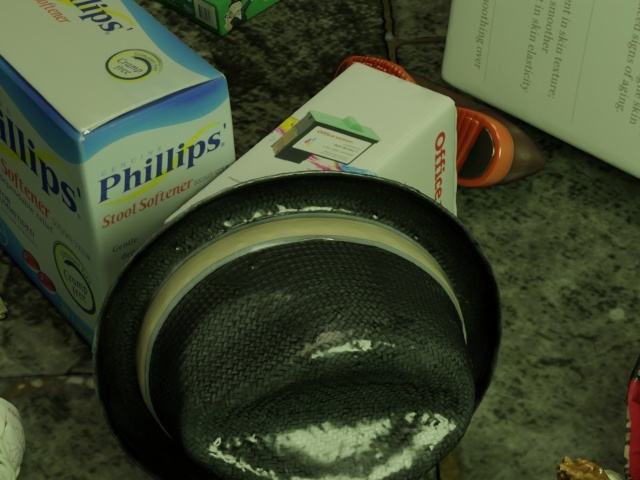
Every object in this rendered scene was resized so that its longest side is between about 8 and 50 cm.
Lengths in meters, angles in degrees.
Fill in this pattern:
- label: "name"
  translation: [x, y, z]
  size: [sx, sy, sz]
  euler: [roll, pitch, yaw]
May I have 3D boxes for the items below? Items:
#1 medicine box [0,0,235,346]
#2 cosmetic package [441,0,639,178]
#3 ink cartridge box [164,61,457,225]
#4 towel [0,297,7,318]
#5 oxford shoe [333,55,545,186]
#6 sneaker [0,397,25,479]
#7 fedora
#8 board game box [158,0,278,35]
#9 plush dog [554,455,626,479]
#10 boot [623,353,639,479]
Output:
- label: "medicine box"
  translation: [-0.205, -0.073, 1.478]
  size: [0.149, 0.289, 0.263]
  euler: [-28, 47, -25]
- label: "cosmetic package"
  translation: [0.382, -0.271, 1.597]
  size: [0.394, 0.329, 0.327]
  euler: [31, 42, 31]
- label: "ink cartridge box"
  translation: [0.000, 0.000, 1.450]
  size: [0.117, 0.201, 0.278]
  euler: [26, 50, 28]
- label: "towel"
  translation: [-0.347, 0.067, 1.543]
  size: [0.083, 0.009, 0.060]
  euler: [-21, 44, -19]
- label: "oxford shoe"
  translation: [0.116, -0.119, 1.679]
  size: [0.098, 0.097, 0.271]
  euler: [3, 23, -44]
- label: "sneaker"
  translation: [-0.294, 0.197, 1.315]
  size: [0.152, 0.114, 0.305]
  euler: [-26, 45, -23]
- label: "fedora"
  translation: [-0.004, 0.107, 1.241]
  size: [0.334, 0.334, 0.152]
  euler: [-12, 25, -9]
- label: "board game box"
  translation: [-0.156, -0.374, 1.990]
  size: [0.317, 0.046, 0.213]
  euler: [31, 53, 32]
- label: "plush dog"
  translation: [0.144, 0.271, 1.177]
  size: [0.225, 0.210, 0.262]
  euler: [-32, 41, 9]
- label: "boot"
  translation: [0.403, 0.115, 1.288]
  size: [0.284, 0.138, 0.377]
  euler: [24, 52, -4]
